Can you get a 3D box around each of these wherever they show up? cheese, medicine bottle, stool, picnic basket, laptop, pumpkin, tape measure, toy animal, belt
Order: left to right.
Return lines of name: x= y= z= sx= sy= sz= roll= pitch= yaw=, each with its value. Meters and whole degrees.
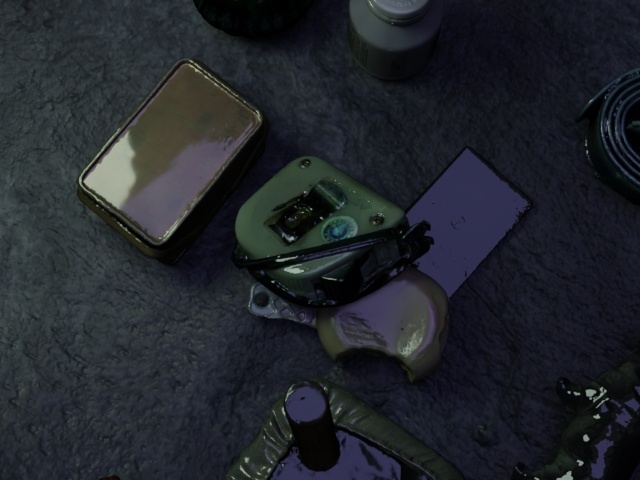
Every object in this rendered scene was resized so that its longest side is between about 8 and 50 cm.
picnic basket: x=-0.204 y=-0.111 z=1.781 sx=0.165 sy=0.139 sz=0.267 roll=37 pitch=80 yaw=7
pumpkin: x=-0.097 y=-0.393 z=1.846 sx=0.202 sy=0.140 sz=0.202 roll=0 pitch=75 yaw=-1
tape measure: x=0.000 y=0.000 z=1.723 sx=0.207 sy=0.115 sz=0.235 roll=-41 pitch=54 yaw=-21
stool: x=0.019 y=0.359 z=1.637 sx=0.310 sy=0.226 sz=0.310 roll=33 pitch=80 yaw=5
cheese: x=0.038 y=0.105 z=1.769 sx=0.286 sy=0.082 sz=0.163 roll=6 pitch=75 yaw=4
medicine bottle: x=0.107 y=-0.321 z=1.791 sx=0.135 sy=0.215 sz=0.135 roll=0 pitch=77 yaw=0
laptop: x=0.198 y=-0.027 z=1.831 sx=0.135 sy=0.016 sz=0.197 roll=43 pitch=82 yaw=7
toy animal: x=0.402 y=0.230 z=1.694 sx=0.343 sy=0.106 sz=0.168 roll=-48 pitch=61 yaw=0
belt: x=0.496 y=-0.150 z=1.807 sx=0.267 sy=0.116 sz=0.206 roll=9 pitch=82 yaw=-1

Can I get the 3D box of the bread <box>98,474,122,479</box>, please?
bread: x=-0.271 y=0.434 z=1.626 sx=0.135 sy=0.232 sz=0.247 roll=11 pitch=54 yaw=-8
